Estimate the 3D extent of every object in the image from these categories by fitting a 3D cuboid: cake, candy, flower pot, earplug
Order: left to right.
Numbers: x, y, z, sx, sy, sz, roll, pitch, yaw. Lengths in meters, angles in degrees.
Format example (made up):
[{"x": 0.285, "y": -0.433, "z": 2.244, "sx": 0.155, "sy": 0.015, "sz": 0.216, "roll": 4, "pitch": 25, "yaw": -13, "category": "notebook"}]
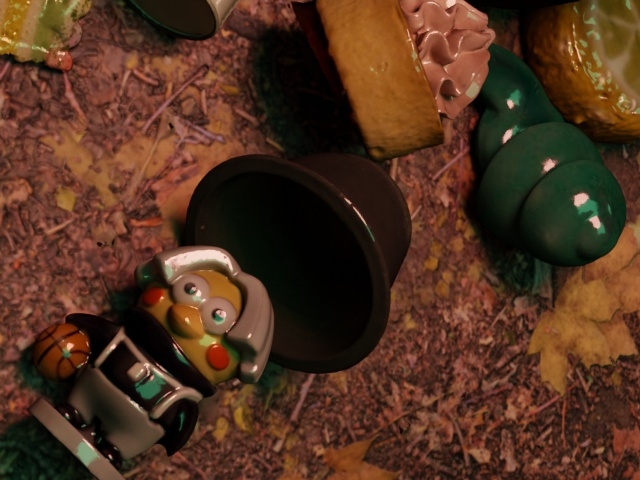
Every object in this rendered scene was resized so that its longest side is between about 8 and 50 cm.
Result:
[{"x": -0.267, "y": -0.279, "z": 1.057, "sx": 0.109, "sy": 0.090, "sz": 0.226, "roll": 14, "pitch": 98, "yaw": -32, "category": "cake"}, {"x": 0.000, "y": 0.000, "z": 1.120, "sx": 0.148, "sy": 0.235, "sz": 0.235, "roll": -37, "pitch": 107, "yaw": -47, "category": "flower pot"}, {"x": 0.089, "y": -0.198, "z": 1.148, "sx": 0.178, "sy": 0.185, "sz": 0.208, "roll": -30, "pitch": 97, "yaw": 7, "category": "cake"}, {"x": 0.248, "y": -0.097, "z": 1.289, "sx": 0.163, "sy": 0.280, "sz": 0.257, "roll": -30, "pitch": 140, "yaw": -10, "category": "earplug"}, {"x": 0.375, "y": -0.251, "z": 1.411, "sx": 0.259, "sy": 0.118, "sz": 0.260, "roll": 6, "pitch": 78, "yaw": -30, "category": "candy"}]

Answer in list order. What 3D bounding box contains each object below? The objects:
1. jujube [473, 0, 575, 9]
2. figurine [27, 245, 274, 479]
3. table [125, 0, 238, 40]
[{"x": 0.258, "y": -0.361, "z": 1.223, "sx": 0.223, "sy": 0.318, "sz": 0.223, "roll": -4, "pitch": 97, "yaw": -35, "category": "jujube"}, {"x": -0.157, "y": 0.106, "z": 1.043, "sx": 0.176, "sy": 0.133, "sz": 0.236, "roll": 44, "pitch": 74, "yaw": 7, "category": "figurine"}, {"x": -0.101, "y": -0.321, "z": 1.111, "sx": 0.126, "sy": 0.126, "sz": 0.220, "roll": 41, "pitch": 66, "yaw": -23, "category": "table"}]
